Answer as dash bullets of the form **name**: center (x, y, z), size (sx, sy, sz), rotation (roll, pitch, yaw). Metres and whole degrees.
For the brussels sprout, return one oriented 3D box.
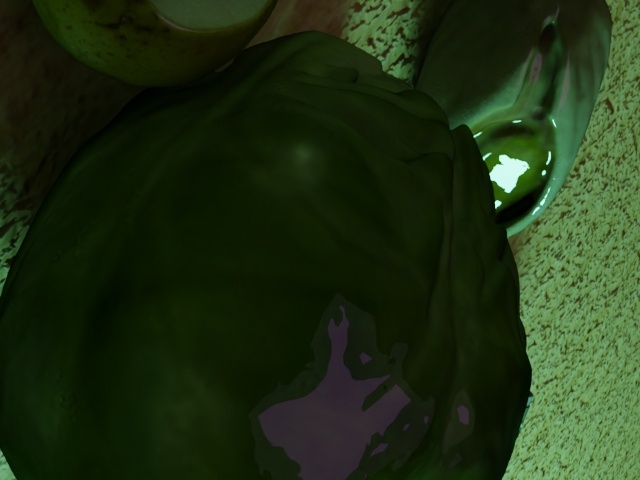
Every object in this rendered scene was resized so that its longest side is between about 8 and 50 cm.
- **brussels sprout**: center (-0.026, 0.039, 0.712), size (0.289, 0.281, 0.355), rotation (47, 46, -37)

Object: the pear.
- **pear**: center (-0.093, -0.145, 0.654), size (0.141, 0.104, 0.141), rotation (17, 65, -40)

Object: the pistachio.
- **pistachio**: center (0.144, -0.113, 0.991), size (0.153, 0.137, 0.238), rotation (-81, -174, -78)

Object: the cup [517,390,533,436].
- **cup**: center (0.153, 0.180, 1.255), size (0.074, 0.102, 0.099), rotation (17, 98, -19)
